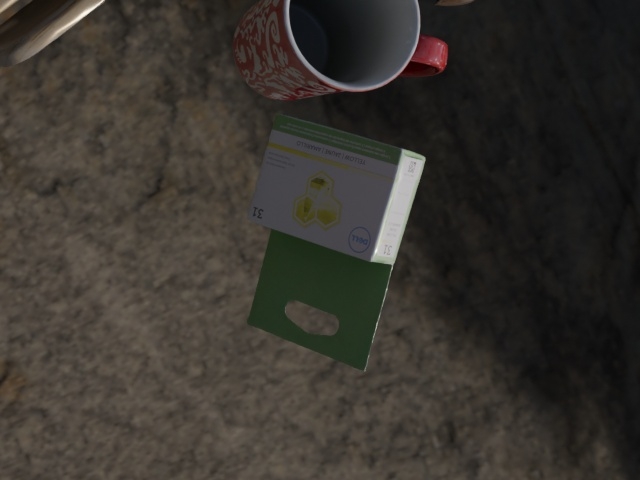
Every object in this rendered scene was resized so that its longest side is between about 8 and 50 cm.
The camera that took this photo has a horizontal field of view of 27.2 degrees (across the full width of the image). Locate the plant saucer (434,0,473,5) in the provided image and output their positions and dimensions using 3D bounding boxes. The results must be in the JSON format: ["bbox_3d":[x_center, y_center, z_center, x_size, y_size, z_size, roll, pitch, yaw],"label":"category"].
[{"bbox_3d":[0.207,-0.345,1.538,0.036,0.198,0.198,36,40,-5],"label":"plant saucer"}]

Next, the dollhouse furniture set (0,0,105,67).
[{"bbox_3d":[-0.410,-0.315,1.074,0.256,0.394,0.362,-42,124,-20],"label":"dollhouse furniture set"}]

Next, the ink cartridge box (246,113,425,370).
[{"bbox_3d":[0.000,0.000,1.391,0.056,0.171,0.235,11,97,-55],"label":"ink cartridge box"}]

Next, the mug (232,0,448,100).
[{"bbox_3d":[0.008,-0.156,1.083,0.150,0.169,0.113,43,75,-15],"label":"mug"}]
